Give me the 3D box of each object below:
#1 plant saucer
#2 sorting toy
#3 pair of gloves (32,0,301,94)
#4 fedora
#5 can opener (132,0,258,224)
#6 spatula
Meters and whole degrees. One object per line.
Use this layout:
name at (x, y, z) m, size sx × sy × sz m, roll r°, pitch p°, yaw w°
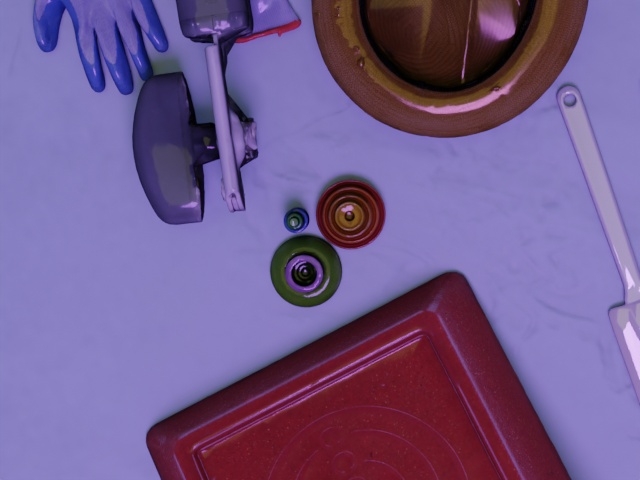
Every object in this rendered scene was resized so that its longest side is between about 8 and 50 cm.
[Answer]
plant saucer at (0.034, 0.182, 0.962) m, size 0.259 × 0.048 × 0.258 m, roll -28°, pitch 72°, yaw 4°
sorting toy at (0.000, 0.000, 0.996) m, size 0.061 × 0.042 × 0.102 m, roll 37°, pitch 95°, yaw 1°
pair of gloves at (-0.114, -0.194, 1.001) m, size 0.198 × 0.023 × 0.159 m, roll -19°, pitch 92°, yaw 4°
fedora at (0.086, -0.167, 0.962) m, size 0.194 × 0.079 × 0.194 m, roll 1°, pitch 100°, yaw 5°
can opener at (-0.094, -0.153, 0.955) m, size 0.095 × 0.076 × 0.284 m, roll -9°, pitch 93°, yaw 1°
spatula at (0.268, -0.012, 0.994) m, size 0.168 × 0.019 × 0.242 m, roll -18°, pitch 91°, yaw 10°
